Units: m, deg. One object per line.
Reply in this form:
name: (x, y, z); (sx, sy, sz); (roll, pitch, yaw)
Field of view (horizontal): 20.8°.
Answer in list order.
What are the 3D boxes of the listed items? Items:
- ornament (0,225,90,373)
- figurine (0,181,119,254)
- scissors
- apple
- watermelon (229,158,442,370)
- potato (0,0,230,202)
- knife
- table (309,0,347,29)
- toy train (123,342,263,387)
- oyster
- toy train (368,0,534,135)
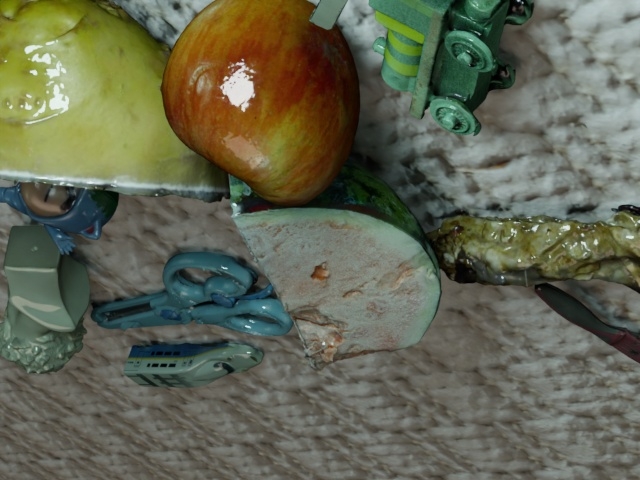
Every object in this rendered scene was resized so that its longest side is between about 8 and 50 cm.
ornament: (-0.363, 0.086, 2.292); (0.120, 0.130, 0.285); (11, 155, -6)
figurine: (-0.318, -0.068, 2.001); (0.178, 0.114, 0.144); (7, 149, 46)
scissors: (-0.187, 0.084, 2.255); (0.180, 0.032, 0.393); (39, 150, -30)
apple: (-0.047, -0.129, 1.581); (0.195, 0.173, 0.160); (33, 155, -26)
watermelon: (0.000, 0.000, 1.771); (0.224, 0.180, 0.305); (20, 157, 32)
potato: (-0.217, -0.143, 1.692); (0.300, 0.196, 0.246); (7, -175, -25)
knife: (0.315, 0.099, 1.887); (0.247, 0.018, 0.035); (31, 140, -33)
table: (0.028, -0.264, 1.295); (0.062, 0.146, 0.175); (25, 153, -7)
toy train: (-0.172, 0.171, 2.387); (0.234, 0.051, 0.052); (-3, 148, 42)
oyster: (0.231, 0.020, 1.771); (0.345, 0.078, 0.129); (1, 155, 33)
toy train: (0.104, -0.173, 1.495); (0.132, 0.083, 0.200); (30, 155, 10)
